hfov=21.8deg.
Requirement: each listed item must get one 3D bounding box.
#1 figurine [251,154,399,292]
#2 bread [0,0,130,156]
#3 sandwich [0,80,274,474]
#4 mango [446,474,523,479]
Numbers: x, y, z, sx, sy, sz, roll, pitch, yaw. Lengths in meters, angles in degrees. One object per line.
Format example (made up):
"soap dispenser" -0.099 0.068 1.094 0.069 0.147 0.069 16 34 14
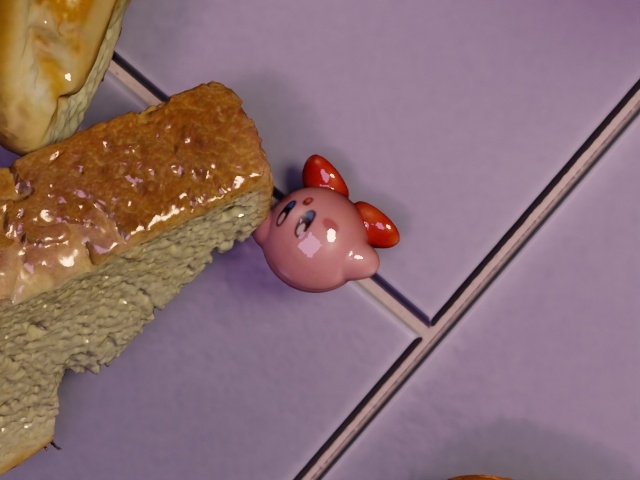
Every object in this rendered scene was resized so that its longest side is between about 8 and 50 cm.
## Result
"figurine" 0.000 0.000 1.055 0.083 0.067 0.071 35 63 21
"bread" -0.260 -0.243 0.997 0.341 0.210 0.300 27 101 6
"sandwich" -0.175 0.038 1.056 0.288 0.254 0.099 -26 63 -20
"mango" 0.150 0.243 1.022 0.249 0.151 0.156 35 70 7
